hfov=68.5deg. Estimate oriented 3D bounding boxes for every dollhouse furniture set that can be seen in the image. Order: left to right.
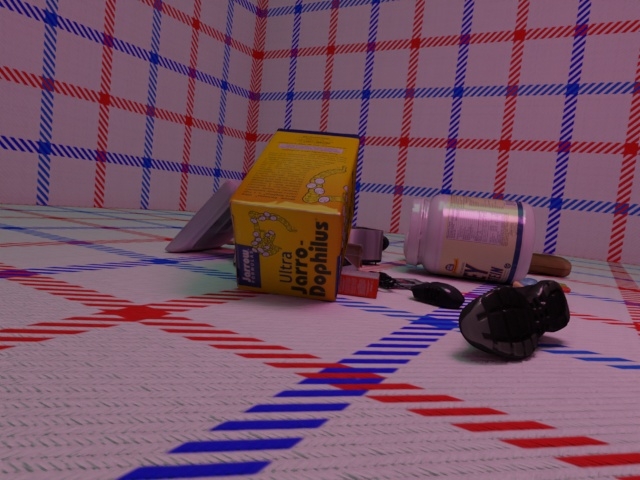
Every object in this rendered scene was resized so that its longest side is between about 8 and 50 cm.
[{"bbox_3d":[0.052,0.040,1.298,0.151,0.076,0.058,7,4,22],"label":"dollhouse furniture set"}]

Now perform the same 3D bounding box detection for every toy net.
[{"bbox_3d":[0.493,0.124,1.062,0.122,0.045,0.232,11,8,28],"label":"toy net"}]

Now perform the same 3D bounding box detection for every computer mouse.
[{"bbox_3d":[0.195,0.091,0.995,0.071,0.041,0.242,-6,15,-45],"label":"computer mouse"}]

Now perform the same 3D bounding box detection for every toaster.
[{"bbox_3d":[0.091,0.012,1.459,0.167,0.110,0.185,2,7,-32],"label":"toaster"}]

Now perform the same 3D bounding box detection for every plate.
[{"bbox_3d":[-0.275,-0.060,1.353,0.045,0.277,0.278,49,15,10],"label":"plate"}]

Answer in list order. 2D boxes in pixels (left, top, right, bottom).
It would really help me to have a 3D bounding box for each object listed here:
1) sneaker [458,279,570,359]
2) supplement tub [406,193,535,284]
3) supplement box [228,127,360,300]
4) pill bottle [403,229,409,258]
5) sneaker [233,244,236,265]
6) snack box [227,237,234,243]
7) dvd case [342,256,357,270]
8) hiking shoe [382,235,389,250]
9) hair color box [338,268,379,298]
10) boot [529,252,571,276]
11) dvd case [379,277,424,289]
[{"bbox_3d":[0.274,0.120,0.701,0.267,0.101,0.106,0,-14,-42],"label":"sneaker"},{"bbox_3d":[0.420,-0.009,1.351,0.324,0.236,0.235,7,5,13],"label":"supplement tub"},{"bbox_3d":[-0.034,-0.071,0.966,0.195,0.194,0.357,6,35,7],"label":"supplement box"},{"bbox_3d":[0.401,0.026,1.612,0.208,0.118,0.117,8,6,31],"label":"pill bottle"},{"bbox_3d":[-0.161,-0.028,1.217,0.123,0.179,0.295,4,6,-18],"label":"sneaker"},{"bbox_3d":[-0.252,-0.029,1.697,0.206,0.070,0.174,-1,7,-22],"label":"snack box"},{"bbox_3d":[-0.037,0.007,1.141,0.238,0.030,0.179,44,23,23],"label":"dvd case"},{"bbox_3d":[0.136,0.020,1.692,0.226,0.086,0.114,0,18,1],"label":"hiking shoe"},{"bbox_3d":[0.050,0.084,0.973,0.141,0.043,0.072,7,6,9],"label":"hair color box"},{"bbox_3d":[0.718,0.071,1.710,0.269,0.089,0.236,5,16,-6],"label":"boot"},{"bbox_3d":[0.191,0.101,1.112,0.119,0.013,0.087,5,5,-17],"label":"dvd case"}]
